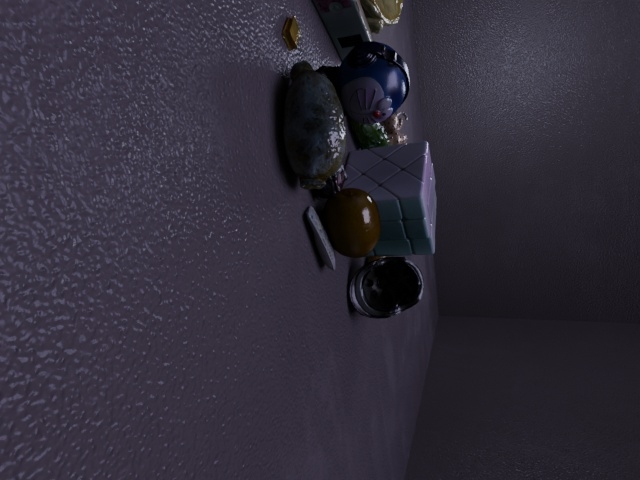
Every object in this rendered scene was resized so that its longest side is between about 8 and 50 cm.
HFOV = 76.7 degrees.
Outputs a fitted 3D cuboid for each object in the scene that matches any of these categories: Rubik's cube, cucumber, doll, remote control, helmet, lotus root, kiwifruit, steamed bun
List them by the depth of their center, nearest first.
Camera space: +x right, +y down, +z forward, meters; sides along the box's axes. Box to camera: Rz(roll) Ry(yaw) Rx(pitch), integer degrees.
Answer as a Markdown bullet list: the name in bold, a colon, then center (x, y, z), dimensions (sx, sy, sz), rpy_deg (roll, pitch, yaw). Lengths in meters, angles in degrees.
- **lotus root**: center (-0.019, -0.319, 1.101), dimensions (0.175, 0.174, 0.351), rpy_deg (-11, 95, -66)
- **doll**: center (0.120, -0.473, 1.257), dimensions (0.284, 0.309, 0.241), rpy_deg (48, 43, -56)
- **remote control**: center (0.000, 0.000, 1.277), dimensions (0.073, 0.044, 0.229), rpy_deg (-78, 147, -55)
- **kiwifruit**: center (0.105, -0.052, 1.337), dimensions (0.196, 0.195, 0.234), rpy_deg (-66, 148, -46)
- **remote control**: center (0.088, -0.760, 1.414), dimensions (0.344, 0.145, 0.050), rpy_deg (40, 56, -61)
- **Rubik's cube**: center (0.272, -0.151, 1.572), dimensions (0.316, 0.321, 0.319), rpy_deg (62, 33, -43)
- **steamed bun**: center (0.181, -0.901, 1.577), dimensions (0.428, 0.189, 0.248), rpy_deg (-35, 123, -56)
- **helmet**: center (0.251, 0.180, 1.626), dimensions (0.177, 0.304, 0.225), rpy_deg (-156, -129, -88)
- **cucumber**: center (0.185, -0.472, 1.650), dimensions (0.244, 0.134, 0.135), rpy_deg (52, 42, -49)
- **doll**: center (0.368, -0.554, 2.050), dimensions (0.119, 0.154, 0.279), rpy_deg (103, -7, -68)

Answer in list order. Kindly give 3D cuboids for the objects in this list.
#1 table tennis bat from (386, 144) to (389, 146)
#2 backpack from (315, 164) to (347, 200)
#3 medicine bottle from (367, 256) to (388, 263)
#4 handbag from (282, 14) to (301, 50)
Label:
- **table tennis bat**: center (0.287, -0.395, 1.953), dimensions (0.124, 0.033, 0.201), rpy_deg (-27, 124, -34)
- **backpack**: center (0.019, -0.218, 1.255), dimensions (0.120, 0.105, 0.165), rpy_deg (-65, 147, -41)
- **medicine bottle**: center (0.249, 0.160, 1.770), dimensions (0.096, 0.096, 0.192), rpy_deg (31, 60, -63)
- **handbag**: center (-0.079, -0.593, 1.158), dimensions (0.061, 0.027, 0.084), rpy_deg (54, 39, -52)
